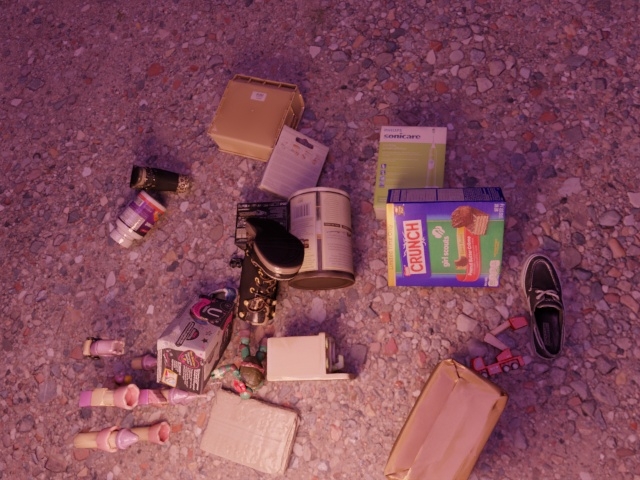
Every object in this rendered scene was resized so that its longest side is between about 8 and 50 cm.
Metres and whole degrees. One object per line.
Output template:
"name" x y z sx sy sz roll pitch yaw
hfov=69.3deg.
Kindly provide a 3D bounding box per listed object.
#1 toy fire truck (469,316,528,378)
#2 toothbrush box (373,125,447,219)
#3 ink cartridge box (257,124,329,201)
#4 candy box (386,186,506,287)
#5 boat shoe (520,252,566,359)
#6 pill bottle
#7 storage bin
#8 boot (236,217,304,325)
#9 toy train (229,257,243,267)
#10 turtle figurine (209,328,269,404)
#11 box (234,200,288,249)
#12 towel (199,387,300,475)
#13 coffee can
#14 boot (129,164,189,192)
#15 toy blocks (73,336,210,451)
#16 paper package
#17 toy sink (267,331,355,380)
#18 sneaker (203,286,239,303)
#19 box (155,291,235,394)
"toy fire truck" 0.506 0.304 1.311 0.192 0.047 0.135 -20 71 6
"toothbrush box" 0.285 -0.209 1.467 0.206 0.122 0.283 4 76 12
"ink cartridge box" -0.089 -0.243 1.542 0.181 0.056 0.225 24 75 -21
"candy box" 0.349 -0.008 1.328 0.317 0.122 0.268 0 116 13
"boat shoe" 0.627 0.176 1.294 0.108 0.102 0.301 2 75 12
"pill bottle" -0.644 -0.072 1.628 0.108 0.108 0.193 38 85 19
"storage bin" -0.223 -0.431 1.638 0.262 0.123 0.260 16 78 16
"boot" -0.157 0.111 1.331 0.138 0.377 0.284 3 108 -24
"toy train" -0.228 0.072 1.544 0.158 0.027 0.036 -1 63 12
"turtle figurine" -0.215 0.385 1.359 0.118 0.175 0.234 -22 40 32
"box" -0.185 -0.048 1.541 0.180 0.077 0.147 -3 74 11
"towel" -0.210 0.568 1.384 0.282 0.049 0.187 12 76 16
"coffee can" 0.000 0.000 1.423 0.201 0.201 0.275 -4 73 10
"boot" -0.582 -0.214 1.662 0.178 0.236 0.085 8 93 -29
"toy blocks" -0.507 0.442 1.358 0.260 0.288 0.309 -9 70 16
"paper package" 0.303 0.469 1.158 0.168 0.325 0.309 29 81 17
"toy sink" -0.023 0.342 1.355 0.234 0.153 0.131 -5 73 11
"sneaker" -0.367 0.203 1.504 0.211 0.081 0.080 -29 72 4
"box" -0.359 0.292 1.360 0.142 0.247 0.163 13 116 3
